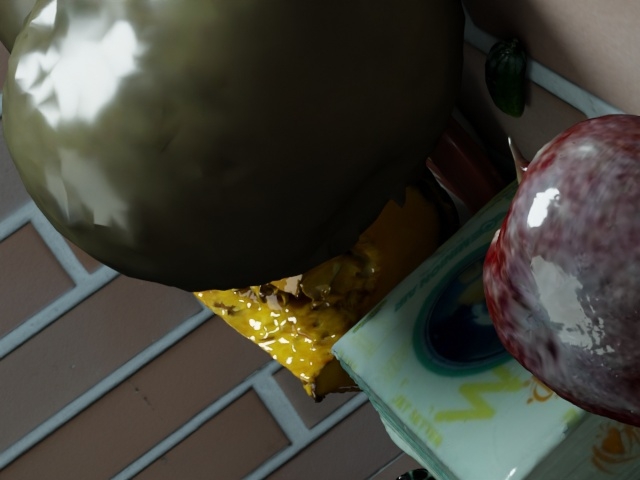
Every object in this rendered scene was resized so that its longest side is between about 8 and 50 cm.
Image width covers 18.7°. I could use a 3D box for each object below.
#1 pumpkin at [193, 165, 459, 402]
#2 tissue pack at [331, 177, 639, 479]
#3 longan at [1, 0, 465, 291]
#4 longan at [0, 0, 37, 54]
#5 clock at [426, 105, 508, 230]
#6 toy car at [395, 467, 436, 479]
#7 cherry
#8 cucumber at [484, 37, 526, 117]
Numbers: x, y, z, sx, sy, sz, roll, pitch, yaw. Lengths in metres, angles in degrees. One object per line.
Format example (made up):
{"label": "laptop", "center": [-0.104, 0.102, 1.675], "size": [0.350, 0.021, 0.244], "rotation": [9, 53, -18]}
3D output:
{"label": "pumpkin", "center": [0.000, 0.000, 2.061], "size": [0.225, 0.256, 0.303], "rotation": [33, 137, 28]}
{"label": "tissue pack", "center": [0.208, 0.126, 1.855], "size": [0.162, 0.287, 0.388], "rotation": [50, 176, -29]}
{"label": "longan", "center": [-0.065, -0.158, 1.749], "size": [0.404, 0.436, 0.404], "rotation": [21, 173, 3]}
{"label": "longan", "center": [-0.275, -0.365, 2.443], "size": [0.404, 0.336, 0.404], "rotation": [26, 130, 36]}
{"label": "clock", "center": [0.104, -0.130, 2.133], "size": [0.318, 0.080, 0.318], "rotation": [47, 174, 6]}
{"label": "toy car", "center": [0.237, 0.275, 2.030], "size": [0.176, 0.358, 0.213], "rotation": [36, 161, 44]}
{"label": "cherry", "center": [0.246, 0.032, 1.453], "size": [0.300, 0.203, 0.230], "rotation": [40, 132, 21]}
{"label": "cucumber", "center": [0.170, -0.151, 1.787], "size": [0.039, 0.039, 0.168], "rotation": [51, 174, 18]}
